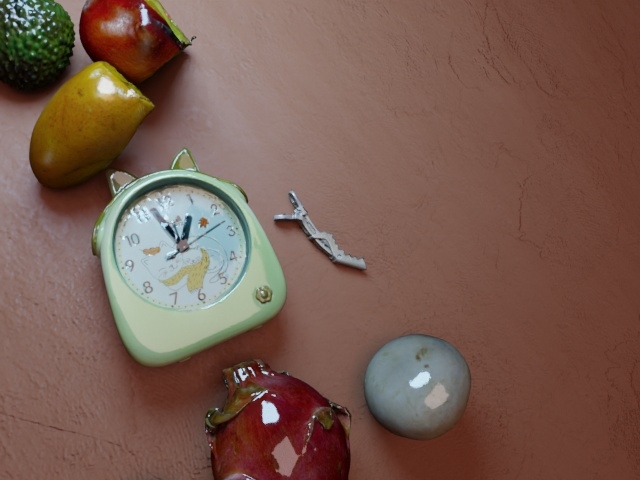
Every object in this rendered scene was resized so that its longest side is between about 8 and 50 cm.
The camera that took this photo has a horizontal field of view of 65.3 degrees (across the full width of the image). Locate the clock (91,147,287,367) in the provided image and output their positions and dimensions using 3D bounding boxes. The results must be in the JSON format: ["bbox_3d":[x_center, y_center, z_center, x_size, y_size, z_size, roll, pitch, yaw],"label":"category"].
[{"bbox_3d":[-0.239,0.019,0.872,0.286,0.117,0.349,-20,85,-23],"label":"clock"}]

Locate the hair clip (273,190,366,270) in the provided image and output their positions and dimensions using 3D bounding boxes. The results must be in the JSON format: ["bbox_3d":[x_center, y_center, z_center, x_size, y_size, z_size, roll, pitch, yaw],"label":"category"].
[{"bbox_3d":[0.000,0.000,1.013,0.226,0.034,0.072,44,70,-9],"label":"hair clip"}]

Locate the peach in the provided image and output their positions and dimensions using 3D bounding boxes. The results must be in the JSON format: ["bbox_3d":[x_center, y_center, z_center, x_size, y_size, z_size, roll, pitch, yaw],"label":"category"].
[{"bbox_3d":[-0.325,-0.346,0.847,0.154,0.267,0.159,-40,116,9],"label":"peach"}]

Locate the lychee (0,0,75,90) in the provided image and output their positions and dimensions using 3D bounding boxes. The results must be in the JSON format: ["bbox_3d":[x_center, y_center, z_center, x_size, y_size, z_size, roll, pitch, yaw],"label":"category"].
[{"bbox_3d":[-0.496,-0.339,0.840,0.171,0.171,0.171,5,76,-20],"label":"lychee"}]

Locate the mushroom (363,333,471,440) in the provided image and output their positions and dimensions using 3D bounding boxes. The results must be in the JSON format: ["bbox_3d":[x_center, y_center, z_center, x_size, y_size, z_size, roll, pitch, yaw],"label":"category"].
[{"bbox_3d":[0.189,0.288,0.949,0.204,0.204,0.205,5,76,-20],"label":"mushroom"}]

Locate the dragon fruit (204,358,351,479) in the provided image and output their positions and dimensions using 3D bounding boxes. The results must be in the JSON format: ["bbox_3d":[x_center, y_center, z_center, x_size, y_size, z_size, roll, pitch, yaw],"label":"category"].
[{"bbox_3d":[-0.061,0.349,0.811,0.250,0.250,0.315,4,58,-20],"label":"dragon fruit"}]

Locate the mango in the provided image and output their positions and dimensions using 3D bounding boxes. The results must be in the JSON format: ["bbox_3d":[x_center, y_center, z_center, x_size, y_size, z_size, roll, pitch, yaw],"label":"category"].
[{"bbox_3d":[-0.383,-0.175,0.810,0.126,0.252,0.154,44,23,-18],"label":"mango"}]
